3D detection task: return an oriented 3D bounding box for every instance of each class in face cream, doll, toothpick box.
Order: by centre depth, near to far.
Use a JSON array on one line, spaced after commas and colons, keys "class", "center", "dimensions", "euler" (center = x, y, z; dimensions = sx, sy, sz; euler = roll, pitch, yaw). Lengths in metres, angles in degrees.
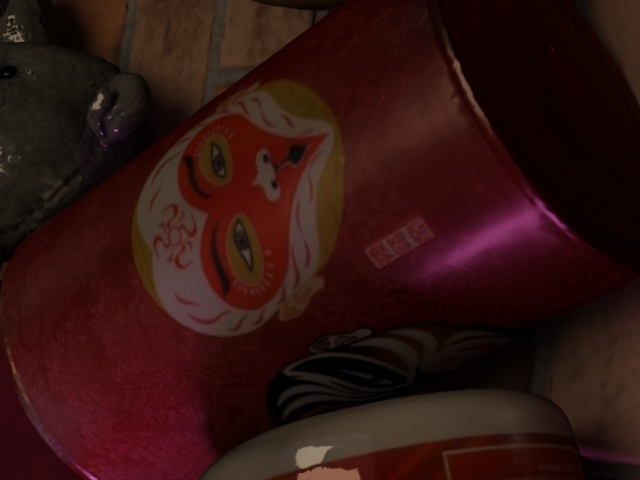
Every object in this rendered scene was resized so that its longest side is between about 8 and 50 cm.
[{"class": "face cream", "center": [0.046, 0.189, 0.658], "dimensions": [0.201, 0.201, 0.187], "euler": [-25, 66, 34]}, {"class": "toothpick box", "center": [0.000, 0.000, 0.737], "dimensions": [0.333, 0.204, 0.204], "euler": [-31, 63, 31]}, {"class": "doll", "center": [-0.281, -0.096, 1.025], "dimensions": [0.340, 0.158, 0.245], "euler": [35, 92, 42]}]

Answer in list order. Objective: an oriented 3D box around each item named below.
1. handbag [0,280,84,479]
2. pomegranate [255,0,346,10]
[{"class": "handbag", "center": [-0.227, 0.162, 0.860], "dimensions": [0.084, 0.260, 0.275], "euler": [24, 99, 38]}, {"class": "pomegranate", "center": [-0.014, -0.289, 0.723], "dimensions": [0.333, 0.333, 0.332], "euler": [-10, 75, 39]}]
